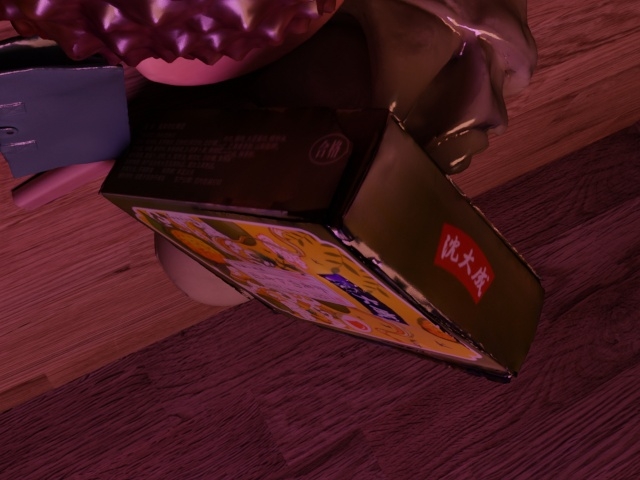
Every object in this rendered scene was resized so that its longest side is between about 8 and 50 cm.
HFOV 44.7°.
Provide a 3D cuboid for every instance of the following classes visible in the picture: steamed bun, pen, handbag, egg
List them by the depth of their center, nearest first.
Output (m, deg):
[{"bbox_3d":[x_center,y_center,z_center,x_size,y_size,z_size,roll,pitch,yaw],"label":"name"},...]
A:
[{"bbox_3d":[-0.279,-0.140,0.820,0.144,0.057,0.221,-17,166,-17],"label":"handbag"},{"bbox_3d":[0.108,-0.190,0.982,0.367,0.255,0.342,-20,167,-27],"label":"steamed bun"},{"bbox_3d":[-0.301,-0.095,0.995,0.197,0.032,0.053,-27,168,5],"label":"pen"},{"bbox_3d":[-0.156,-0.005,1.244,0.219,0.219,0.269,-27,166,-7],"label":"egg"}]

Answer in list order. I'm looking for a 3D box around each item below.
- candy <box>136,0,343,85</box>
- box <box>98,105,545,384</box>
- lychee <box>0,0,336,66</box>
[{"bbox_3d":[-0.086,-0.238,0.720,0.255,0.094,0.255,-27,169,-6],"label":"candy"},{"bbox_3d":[0.000,0.000,0.931,0.420,0.138,0.373,9,156,45],"label":"box"},{"bbox_3d":[-0.076,-0.226,0.323,0.306,0.306,0.330,-28,173,1],"label":"lychee"}]
